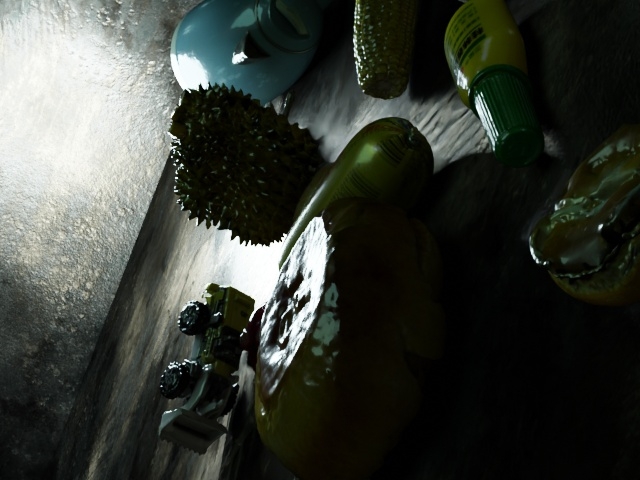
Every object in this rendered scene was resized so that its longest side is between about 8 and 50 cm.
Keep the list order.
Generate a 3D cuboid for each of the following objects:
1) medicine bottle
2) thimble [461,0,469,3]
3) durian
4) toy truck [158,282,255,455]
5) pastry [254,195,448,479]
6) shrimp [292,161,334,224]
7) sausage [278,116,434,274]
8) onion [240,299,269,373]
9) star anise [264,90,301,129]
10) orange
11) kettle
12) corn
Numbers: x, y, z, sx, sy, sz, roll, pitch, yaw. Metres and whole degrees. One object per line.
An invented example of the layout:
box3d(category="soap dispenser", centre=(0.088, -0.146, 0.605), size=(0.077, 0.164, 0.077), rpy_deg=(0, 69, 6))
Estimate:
box3d(category="medicine bottle", centre=(0.203, -0.182, 1.335), size=(0.309, 0.076, 0.111), rpy_deg=(-97, 25, -54))
box3d(category="thimble", centre=(0.204, -0.371, 1.519), size=(0.115, 0.090, 0.102), rpy_deg=(-58, 24, 28))
box3d(category="durian", centre=(-0.132, -0.130, 1.934), size=(0.258, 0.293, 0.258), rpy_deg=(-49, 3, 3))
box3d(category="toy truck", centre=(-0.184, 0.214, 1.967), size=(0.111, 0.136, 0.285), rpy_deg=(-13, 57, 45))
box3d(category="pastry", centre=(0.029, 0.119, 1.391), size=(0.356, 0.164, 0.355), rpy_deg=(-165, 90, -75))
box3d(category="shrimp", centre=(-0.001, 0.000, 1.774), size=(0.145, 0.061, 0.267), rpy_deg=(-24, 45, 54))
box3d(category="sausage", centre=(0.043, -0.033, 1.563), size=(0.347, 0.123, 0.123), rpy_deg=(-54, 23, 37))
box3d(category="onion", centre=(-0.054, 0.145, 1.665), size=(0.131, 0.131, 0.131), rpy_deg=(-56, 22, 37))
box3d(category="star anise", centre=(-0.108, -0.170, 2.119), size=(0.209, 0.089, 0.231), rpy_deg=(-30, -18, -25))
box3d(category="orange", centre=(0.254, -0.014, 0.936), size=(0.170, 0.112, 0.160), rpy_deg=(-32, 19, 7))
box3d(category="kettle", centre=(-0.096, -0.427, 2.296), size=(0.319, 0.247, 0.342), rpy_deg=(-49, 16, -27))
box3d(category="corn", centre=(0.101, -0.348, 1.783), size=(0.101, 0.102, 0.310), rpy_deg=(-44, 32, 54))
